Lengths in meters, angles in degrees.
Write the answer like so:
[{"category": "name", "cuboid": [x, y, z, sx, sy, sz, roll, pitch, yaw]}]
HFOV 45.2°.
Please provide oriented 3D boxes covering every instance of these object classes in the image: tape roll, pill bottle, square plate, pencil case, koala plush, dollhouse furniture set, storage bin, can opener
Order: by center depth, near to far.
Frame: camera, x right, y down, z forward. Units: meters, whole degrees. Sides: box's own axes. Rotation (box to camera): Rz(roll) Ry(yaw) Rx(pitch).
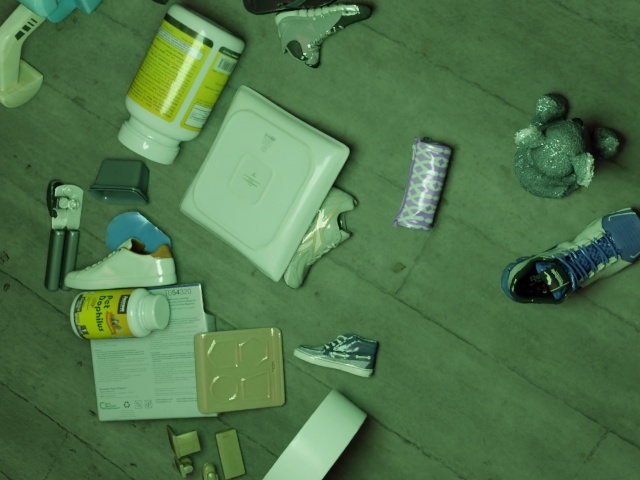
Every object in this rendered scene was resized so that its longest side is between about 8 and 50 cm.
[{"category": "koala plush", "cuboid": [0.478, -0.175, 1.543, 0.196, 0.221, 0.203, 35, 104, 8]}, {"category": "pencil case", "cuboid": [0.223, -0.123, 1.685, 0.088, 0.086, 0.206, 9, 98, -21]}, {"category": "tape roll", "cuboid": [-0.019, 0.472, 1.714, 0.100, 0.286, 0.286, 37, 104, 8]}, {"category": "square plate", "cuboid": [-0.149, -0.138, 1.754, 0.347, 0.049, 0.344, 35, 103, 27]}, {"category": "pill bottle", "cuboid": [-0.328, -0.351, 1.757, 0.188, 0.188, 0.333, 33, 103, 9]}, {"category": "pill bottle", "cuboid": [-0.473, 0.174, 1.824, 0.215, 0.117, 0.117, -4, 95, 16]}, {"category": "storage bin", "cuboid": [-0.480, -0.142, 1.878, 0.135, 0.098, 0.091, 4, 69, 15]}, {"category": "dollhouse furniture set", "cuboid": [-0.289, 0.523, 1.924, 0.151, 0.123, 0.144, -13, 93, -19]}, {"category": "can opener", "cuboid": [-0.655, -0.011, 1.952, 0.093, 0.074, 0.280, 13, 99, 48]}]

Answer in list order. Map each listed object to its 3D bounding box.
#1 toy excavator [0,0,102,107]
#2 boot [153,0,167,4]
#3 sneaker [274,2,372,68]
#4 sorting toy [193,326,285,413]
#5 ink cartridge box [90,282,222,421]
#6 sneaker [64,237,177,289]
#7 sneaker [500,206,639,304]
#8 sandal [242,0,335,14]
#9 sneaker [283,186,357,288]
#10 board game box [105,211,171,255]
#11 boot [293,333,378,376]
[{"category": "toy excavator", "cuboid": [-0.663, -0.565, 1.788, 0.222, 0.433, 0.445, 39, 76, 8]}, {"category": "boot", "cuboid": [-0.368, -0.682, 1.781, 0.076, 0.189, 0.208, 18, 73, 29]}, {"category": "sneaker", "cuboid": [0.011, -0.454, 1.718, 0.229, 0.086, 0.132, 1, 101, 25]}, {"category": "sorting toy", "cuboid": [-0.194, 0.309, 1.841, 0.208, 0.038, 0.192, -3, 91, -9]}, {"category": "ink cartridge box", "cuboid": [-0.412, 0.277, 1.910, 0.324, 0.071, 0.329, -5, 91, 16]}, {"category": "sneaker", "cuboid": [-0.489, 0.057, 1.876, 0.290, 0.106, 0.123, -5, 91, 12]}, {"category": "sneaker", "cuboid": [0.520, 0.057, 1.578, 0.316, 0.182, 0.127, -28, 90, 16]}, {"category": "sandal", "cuboid": [-0.057, -0.562, 1.731, 0.255, 0.054, 0.097, -12, 93, 16]}, {"category": "sneaker", "cuboid": [0.000, 0.000, 1.758, 0.121, 0.099, 0.262, 22, 102, 7]}, {"category": "board game box", "cuboid": [-0.444, 0.000, 1.902, 0.169, 0.033, 0.133, 40, 114, -10]}, {"category": "boot", "cuboid": [0.037, 0.252, 1.793, 0.190, 0.069, 0.086, 14, 92, 5]}]
